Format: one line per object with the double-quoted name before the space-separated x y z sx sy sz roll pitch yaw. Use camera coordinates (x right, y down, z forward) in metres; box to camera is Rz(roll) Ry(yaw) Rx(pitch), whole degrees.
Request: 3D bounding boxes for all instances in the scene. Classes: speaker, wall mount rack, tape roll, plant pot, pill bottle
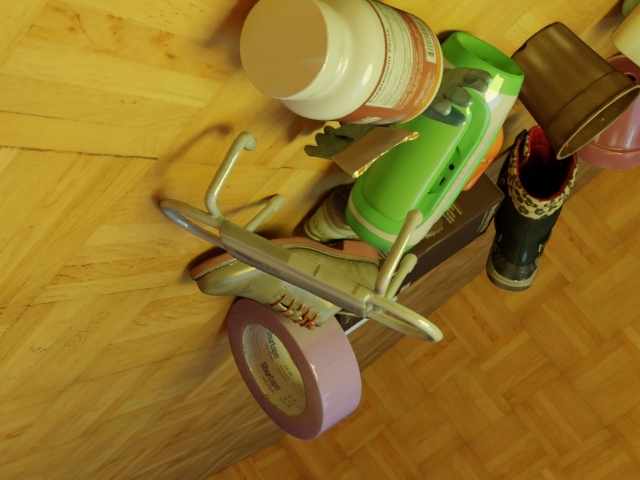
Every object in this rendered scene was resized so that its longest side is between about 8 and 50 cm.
"speaker" 0.148 -0.126 1.082 0.131 0.131 0.296 -16 144 -52
"wall mount rack" 0.000 0.000 0.946 0.130 0.350 0.304 -63 171 -11
"tape roll" -0.052 0.210 1.414 0.090 0.275 0.275 -26 161 -32
"plant pot" 0.390 -0.245 1.269 0.167 0.165 0.167 -34 165 -10
"plant pot" 0.631 -0.281 1.680 0.201 0.201 0.180 -31 149 -21
"pill bottle" 0.023 -0.173 0.758 0.121 0.121 0.216 -45 162 26

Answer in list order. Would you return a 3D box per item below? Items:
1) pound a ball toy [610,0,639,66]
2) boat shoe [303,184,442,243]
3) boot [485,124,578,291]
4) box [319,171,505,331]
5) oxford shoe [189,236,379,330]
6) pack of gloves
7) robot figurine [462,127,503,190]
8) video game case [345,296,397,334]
"pound a ball toy" 0.600 -0.416 1.257 0.208 0.136 0.319 -43 172 -50
"boat shoe" 0.094 -0.041 1.343 0.285 0.104 0.089 2 154 -44
"boot" 0.423 -0.120 1.585 0.284 0.138 0.377 89 20 -56
"box" 0.150 0.005 1.522 0.381 0.143 0.191 -36 163 -12
"oxford shoe" -0.033 0.071 1.213 0.348 0.130 0.123 -1 162 -37
"pack of gloves" 0.089 -0.132 0.924 0.195 0.046 0.232 -36 -159 -5
"robot figurine" 0.187 -0.136 1.213 0.219 0.158 0.128 -46 -171 29
"video game case" 0.029 0.144 1.652 0.212 0.023 0.193 -34 -155 -12
